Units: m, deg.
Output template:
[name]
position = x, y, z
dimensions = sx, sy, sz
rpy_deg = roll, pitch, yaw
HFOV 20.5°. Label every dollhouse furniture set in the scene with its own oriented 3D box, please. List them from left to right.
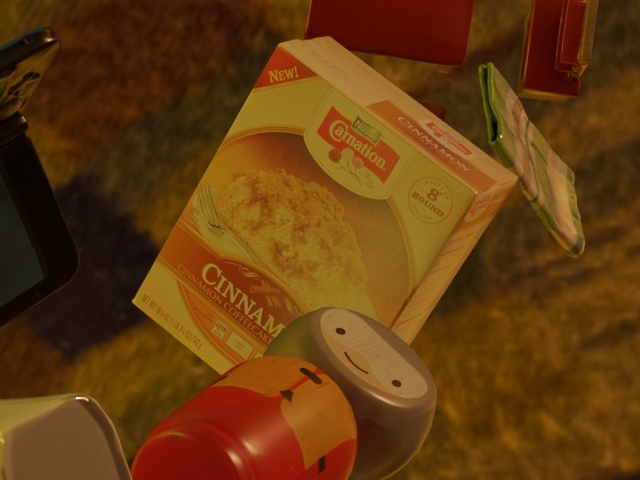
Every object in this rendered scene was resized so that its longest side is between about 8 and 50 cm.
[dollhouse furniture set]
position = 0.117, -0.202, 1.637
dimensions = 0.259, 0.135, 0.262
rpy_deg = 8, 81, 1

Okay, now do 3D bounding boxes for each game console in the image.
[game console]
position = -0.329, -0.014, 1.561
dimensions = 0.173, 0.293, 0.250
rpy_deg = 51, 145, 3

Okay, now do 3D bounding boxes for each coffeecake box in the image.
[coffeecake box]
position = 0.000, 0.000, 1.011
dimensions = 0.142, 0.068, 0.185
rpy_deg = 38, 114, 15

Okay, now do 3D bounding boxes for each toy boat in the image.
[toy boat]
position = 0.019, 0.187, 0.623
dimensions = 0.267, 0.148, 0.318
rpy_deg = -9, 96, 27

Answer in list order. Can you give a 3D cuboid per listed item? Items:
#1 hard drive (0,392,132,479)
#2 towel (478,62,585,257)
[hard drive]
position = -0.144, 0.156, 0.579
dimensions = 0.307, 0.040, 0.203
rpy_deg = -9, 101, 47
[towel]
position = 0.180, -0.069, 1.494
dimensions = 0.023, 0.113, 0.152
rpy_deg = -26, 128, 18
